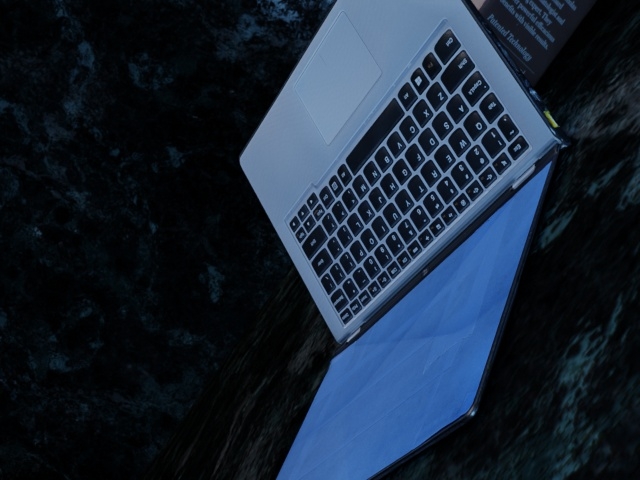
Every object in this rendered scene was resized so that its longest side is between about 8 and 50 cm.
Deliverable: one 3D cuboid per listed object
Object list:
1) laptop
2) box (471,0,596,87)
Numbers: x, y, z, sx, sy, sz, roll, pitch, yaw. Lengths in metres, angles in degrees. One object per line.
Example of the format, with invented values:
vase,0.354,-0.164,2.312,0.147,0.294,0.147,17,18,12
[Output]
laptop,0.000,0.000,0.755,0.236,0.408,0.382,-16,-21,-37
box,0.157,-0.248,0.941,0.381,0.143,0.191,-54,43,5
